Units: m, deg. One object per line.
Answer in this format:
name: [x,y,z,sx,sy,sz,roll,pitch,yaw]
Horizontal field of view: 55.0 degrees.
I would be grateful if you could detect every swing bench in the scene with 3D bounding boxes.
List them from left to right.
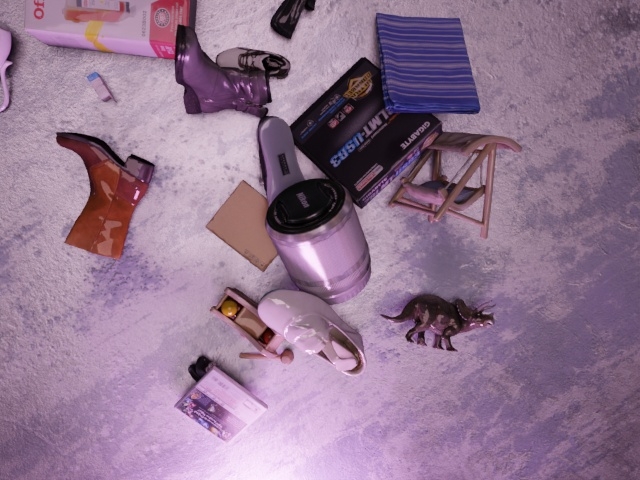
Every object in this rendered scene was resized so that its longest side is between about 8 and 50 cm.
swing bench: [0.335,-0.165,1.575,0.165,0.253,0.255,18,94,-24]

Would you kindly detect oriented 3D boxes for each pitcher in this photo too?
pitcher: [-0.832,-0.438,1.521,0.177,0.125,0.207,30,102,-28]

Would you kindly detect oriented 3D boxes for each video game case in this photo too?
video game case: [-0.268,0.448,1.658,0.190,0.022,0.173,40,108,-15]

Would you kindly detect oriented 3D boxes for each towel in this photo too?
towel: [0.271,-0.460,1.580,0.243,0.040,0.336,0,61,-7]

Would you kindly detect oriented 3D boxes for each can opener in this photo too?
can opener: [-0.273,0.387,1.679,0.186,0.073,0.059,40,51,-11]

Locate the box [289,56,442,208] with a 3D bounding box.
box: [0.109,-0.280,1.585,0.295,0.073,0.293,-43,67,-1]

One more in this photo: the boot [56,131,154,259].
boot: [-0.597,-0.119,1.596,0.264,0.096,0.281,23,99,-15]

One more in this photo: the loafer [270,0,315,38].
loafer: [-0.044,-0.631,1.604,0.078,0.076,0.223,35,95,-13]

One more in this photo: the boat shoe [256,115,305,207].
boat shoe: [-0.112,-0.174,1.614,0.113,0.105,0.307,-21,111,-13]

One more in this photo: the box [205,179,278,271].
box: [-0.182,-0.038,1.662,0.201,0.021,0.164,39,90,-7]

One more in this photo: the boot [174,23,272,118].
boot: [-0.226,-0.404,1.482,0.222,0.338,0.118,2,79,-4]

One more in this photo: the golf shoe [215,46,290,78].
golf shoe: [-0.175,-0.467,1.592,0.198,0.094,0.077,2,96,-5]

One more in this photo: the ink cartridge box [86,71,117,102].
ink cartridge box: [-0.561,-0.386,1.579,0.028,0.048,0.083,-32,97,-3]

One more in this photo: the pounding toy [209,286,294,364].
pounding toy: [-0.181,0.257,1.620,0.269,0.154,0.155,37,90,-7]

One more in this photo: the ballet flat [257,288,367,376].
ballet flat: [0.003,0.243,1.551,0.139,0.139,0.400,-51,135,0]

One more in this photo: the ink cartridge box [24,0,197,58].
ink cartridge box: [-0.504,-0.614,1.510,0.384,0.160,0.280,4,94,-6]

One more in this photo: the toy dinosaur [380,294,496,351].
toy dinosaur: [0.314,0.217,1.706,0.313,0.121,0.161,13,81,-2]

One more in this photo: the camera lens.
camera lens: [0.000,0.000,1.539,0.219,0.219,0.274,-26,130,-3]
